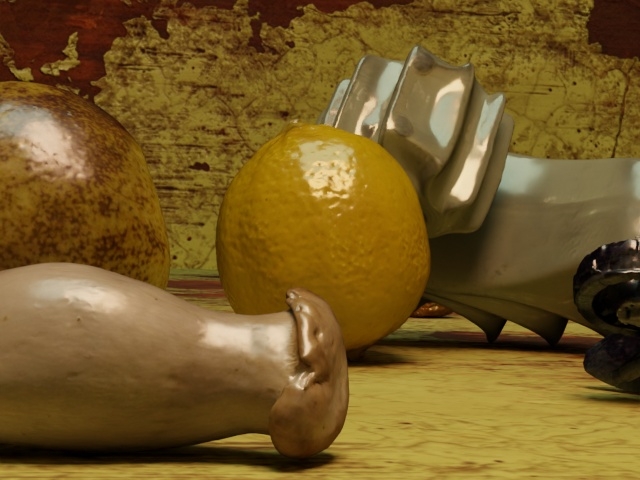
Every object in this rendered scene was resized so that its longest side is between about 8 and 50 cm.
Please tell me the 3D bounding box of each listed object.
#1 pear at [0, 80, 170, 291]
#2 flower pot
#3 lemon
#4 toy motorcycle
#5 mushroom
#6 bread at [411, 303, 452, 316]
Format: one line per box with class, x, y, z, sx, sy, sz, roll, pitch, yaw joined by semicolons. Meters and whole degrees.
pear;-0.194;0.002;1.000;0.197;0.197;0.197;2;1;0
flower pot;0.159;-0.022;1.513;0.367;0.164;0.254;23;-31;-8
lemon;0.000;0.000;1.337;0.178;0.203;0.178;-14;-2;-1
toy motorcycle;0.324;0.051;1.106;0.307;0.108;0.173;-1;-34;16
mushroom;-0.090;0.060;0.795;0.212;0.088;0.097;8;10;-1
bread;0.125;0.069;1.968;0.083;0.046;0.081;3;3;-1
